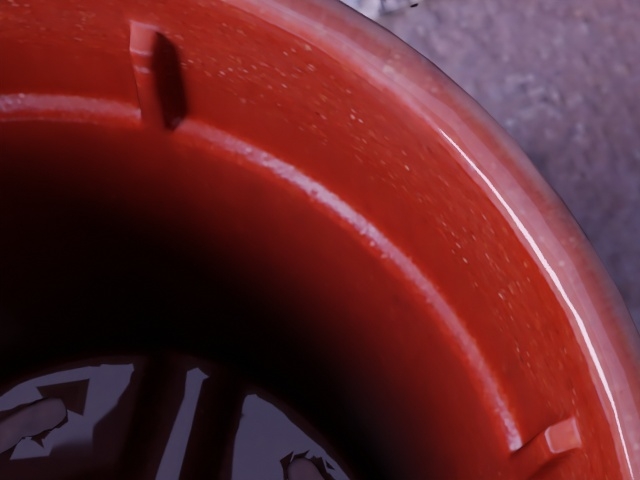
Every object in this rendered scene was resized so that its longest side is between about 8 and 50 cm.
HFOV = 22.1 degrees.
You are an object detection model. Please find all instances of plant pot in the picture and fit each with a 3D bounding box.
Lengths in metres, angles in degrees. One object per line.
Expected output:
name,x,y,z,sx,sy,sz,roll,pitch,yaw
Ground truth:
plant pot,-0.065,0.098,0.417,0.272,0.265,0.272,0,75,1
